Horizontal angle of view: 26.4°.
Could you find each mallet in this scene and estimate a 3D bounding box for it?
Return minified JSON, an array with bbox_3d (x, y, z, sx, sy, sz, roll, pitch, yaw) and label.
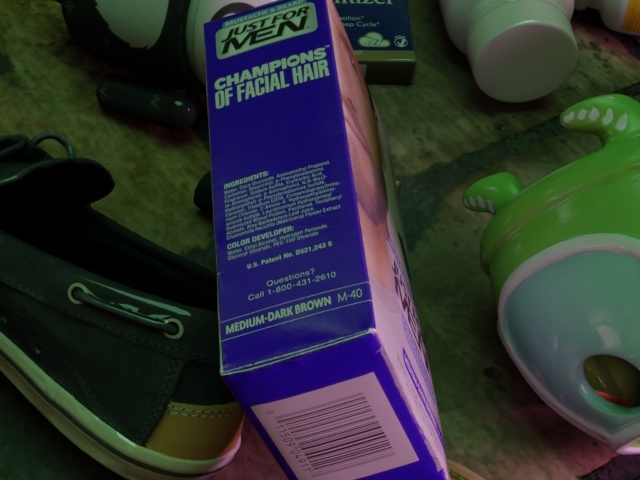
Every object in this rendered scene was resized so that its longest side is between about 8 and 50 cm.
[{"bbox_3d":[-0.032,-0.069,1.251,0.062,0.039,0.189,35,50,24],"label":"mallet"}]

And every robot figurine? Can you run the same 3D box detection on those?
[{"bbox_3d":[-0.131,-0.234,1.284,0.278,0.209,0.173,21,39,25],"label":"robot figurine"}]

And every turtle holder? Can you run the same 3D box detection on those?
[{"bbox_3d":[0.281,0.023,1.023,0.320,0.243,0.228,-23,67,24],"label":"turtle holder"}]

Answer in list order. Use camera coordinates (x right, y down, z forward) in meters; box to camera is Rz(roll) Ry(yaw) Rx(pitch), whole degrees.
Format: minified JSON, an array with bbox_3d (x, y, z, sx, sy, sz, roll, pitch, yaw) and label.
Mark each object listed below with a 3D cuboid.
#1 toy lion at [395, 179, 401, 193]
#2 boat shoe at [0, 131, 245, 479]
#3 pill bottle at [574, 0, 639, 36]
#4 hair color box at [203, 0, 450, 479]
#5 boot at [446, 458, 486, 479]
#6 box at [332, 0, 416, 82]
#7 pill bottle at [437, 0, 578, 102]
[{"bbox_3d":[0.027,0.001,1.148,0.034,0.100,0.096,24,31,14],"label":"toy lion"},{"bbox_3d":[-0.240,-0.012,1.058,0.500,0.156,0.186,35,21,21],"label":"boat shoe"},{"bbox_3d":[0.350,-0.258,1.406,0.184,0.103,0.103,14,48,7],"label":"pill bottle"},{"bbox_3d":[0.000,0.000,0.972,0.110,0.185,0.339,-17,47,9],"label":"hair color box"},{"bbox_3d":[0.061,0.272,0.863,0.220,0.109,0.283,-9,59,-40],"label":"boot"},{"bbox_3d":[0.020,-0.249,1.418,0.136,0.037,0.225,0,46,-4],"label":"box"},{"bbox_3d":[0.182,-0.251,1.367,0.131,0.131,0.229,-3,48,-7],"label":"pill bottle"}]
